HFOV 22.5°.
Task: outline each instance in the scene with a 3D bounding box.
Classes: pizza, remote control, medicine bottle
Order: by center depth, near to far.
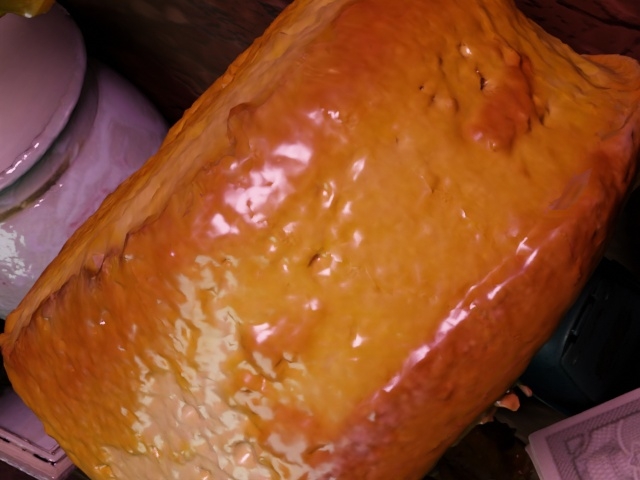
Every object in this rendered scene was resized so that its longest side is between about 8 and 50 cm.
[{"bbox_3d":[0.123,0.045,0.737,0.042,0.072,0.222,26,178,26],"label":"remote control"},{"bbox_3d":[-0.157,-0.039,0.873,0.147,0.147,0.143,14,156,38],"label":"medicine bottle"},{"bbox_3d":[0.043,0.109,1.084,0.226,0.086,0.335,19,162,16],"label":"pizza"}]

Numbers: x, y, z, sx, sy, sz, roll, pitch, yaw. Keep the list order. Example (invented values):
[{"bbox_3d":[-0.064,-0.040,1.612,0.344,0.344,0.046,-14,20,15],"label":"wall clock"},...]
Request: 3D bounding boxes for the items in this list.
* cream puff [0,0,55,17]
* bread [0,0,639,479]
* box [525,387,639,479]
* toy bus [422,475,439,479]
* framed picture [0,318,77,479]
[{"bbox_3d":[-0.146,-0.139,0.642,0.146,0.116,0.146,22,160,9],"label":"cream puff"},{"bbox_3d":[0.000,0.000,0.608,0.146,0.268,0.268,44,159,-12],"label":"bread"},{"bbox_3d":[0.215,0.141,0.788,0.256,0.164,0.069,54,-166,-54],"label":"box"},{"bbox_3d":[-0.011,0.189,1.048,0.265,0.120,0.121,9,165,44],"label":"toy bus"},{"bbox_3d":[-0.197,0.054,1.108,0.217,0.274,0.017,24,119,13],"label":"framed picture"}]
